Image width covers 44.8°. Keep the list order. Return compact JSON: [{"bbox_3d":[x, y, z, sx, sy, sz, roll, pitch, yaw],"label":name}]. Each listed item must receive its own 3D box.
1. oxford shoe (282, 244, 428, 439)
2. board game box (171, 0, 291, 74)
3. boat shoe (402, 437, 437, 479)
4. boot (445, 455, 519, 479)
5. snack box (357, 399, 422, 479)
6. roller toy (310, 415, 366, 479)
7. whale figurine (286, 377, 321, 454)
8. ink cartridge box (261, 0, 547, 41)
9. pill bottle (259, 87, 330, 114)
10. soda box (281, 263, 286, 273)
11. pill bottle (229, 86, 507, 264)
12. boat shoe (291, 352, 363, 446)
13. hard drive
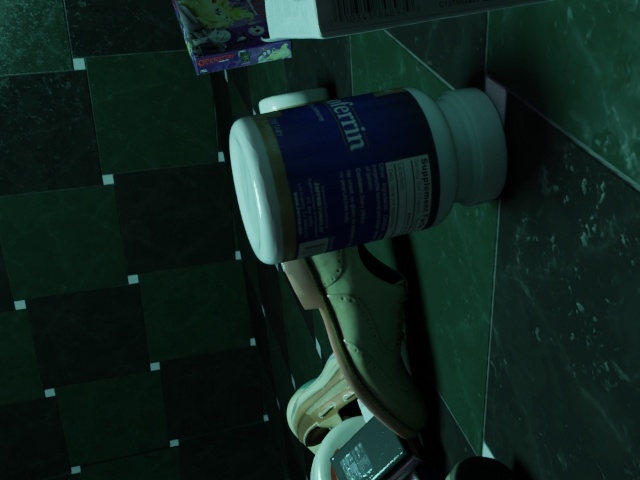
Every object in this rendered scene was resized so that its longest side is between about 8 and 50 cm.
[{"bbox_3d":[0.084,0.129,1.189,0.397,0.146,0.140,59,-170,-15],"label":"oxford shoe"},{"bbox_3d":[-0.208,-0.499,1.717,0.056,0.208,0.347,95,159,-46],"label":"board game box"},{"bbox_3d":[0.152,0.401,1.259,0.066,0.066,0.183,-43,48,26],"label":"boat shoe"},{"bbox_3d":[0.173,0.485,0.923,0.284,0.138,0.378,-55,41,46],"label":"boot"},{"bbox_3d":[0.111,0.312,1.286,0.022,0.064,0.178,31,-159,-32],"label":"snack box"},{"bbox_3d":[0.078,0.413,1.373,0.146,0.191,0.209,101,154,-65],"label":"roller toy"},{"bbox_3d":[0.045,0.423,1.737,0.216,0.141,0.272,-14,114,42],"label":"whale figurine"},{"bbox_3d":[0.071,-0.209,0.665,0.224,0.223,0.045,-142,41,-70],"label":"ink cartridge box"},{"bbox_3d":[-0.028,-0.154,1.417,0.131,0.131,0.229,-156,54,-76],"label":"pill bottle"},{"bbox_3d":[-0.028,0.069,1.677,0.183,0.063,0.058,55,-168,-55],"label":"soda box"},{"bbox_3d":[0.049,-0.075,0.809,0.153,0.264,0.153,167,90,-77],"label":"pill bottle"},{"bbox_3d":[0.038,0.318,1.497,0.116,0.123,0.324,57,141,30],"label":"boat shoe"},{"bbox_3d":[0.080,0.347,1.248,0.135,0.022,0.094,-48,42,18],"label":"hard drive"}]
